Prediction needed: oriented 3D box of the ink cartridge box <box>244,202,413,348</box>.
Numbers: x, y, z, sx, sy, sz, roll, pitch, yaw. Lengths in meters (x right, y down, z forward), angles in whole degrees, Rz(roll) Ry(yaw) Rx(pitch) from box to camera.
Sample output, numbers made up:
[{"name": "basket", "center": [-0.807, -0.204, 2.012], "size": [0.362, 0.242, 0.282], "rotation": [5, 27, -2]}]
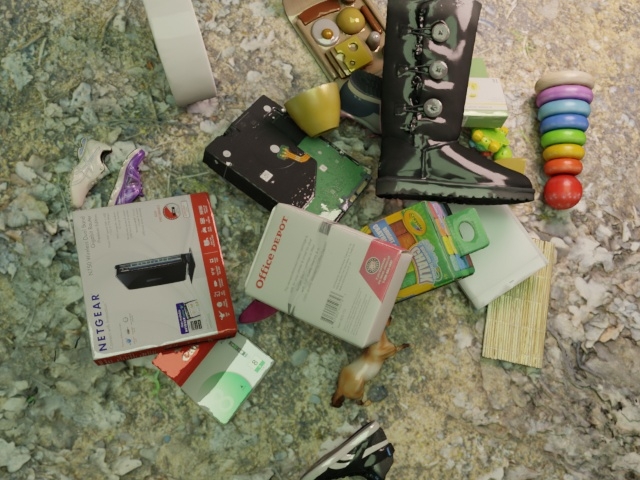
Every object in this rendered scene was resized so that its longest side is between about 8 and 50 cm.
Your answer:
[{"name": "ink cartridge box", "center": [0.015, 0.066, 1.254], "size": [0.283, 0.117, 0.207], "rotation": [23, 95, 21]}]

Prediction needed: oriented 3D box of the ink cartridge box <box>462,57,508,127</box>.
[{"name": "ink cartridge box", "center": [0.355, -0.385, 1.516], "size": [0.171, 0.056, 0.235], "rotation": [0, 63, -7]}]

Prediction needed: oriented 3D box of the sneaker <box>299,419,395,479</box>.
[{"name": "sneaker", "center": [0.071, 0.508, 1.345], "size": [0.217, 0.079, 0.121], "rotation": [-34, 82, -11]}]

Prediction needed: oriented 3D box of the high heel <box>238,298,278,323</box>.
[{"name": "high heel", "center": [-0.102, 0.091, 1.384], "size": [0.244, 0.082, 0.117], "rotation": [-31, 108, 8]}]

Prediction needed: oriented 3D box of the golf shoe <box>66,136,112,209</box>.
[{"name": "golf shoe", "center": [-0.541, -0.155, 1.440], "size": [0.086, 0.069, 0.176], "rotation": [10, 79, -8]}]

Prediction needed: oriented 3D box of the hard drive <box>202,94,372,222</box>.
[{"name": "hard drive", "center": [-0.072, -0.169, 1.440], "size": [0.339, 0.064, 0.237], "rotation": [35, 58, 4]}]

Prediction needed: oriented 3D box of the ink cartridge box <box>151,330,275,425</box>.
[{"name": "ink cartridge box", "center": [-0.243, 0.275, 1.383], "size": [0.225, 0.056, 0.181], "rotation": [38, 79, 2]}]

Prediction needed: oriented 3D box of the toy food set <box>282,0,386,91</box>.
[{"name": "toy food set", "center": [0.074, -0.537, 1.542], "size": [0.220, 0.092, 0.306], "rotation": [-31, 82, -9]}]

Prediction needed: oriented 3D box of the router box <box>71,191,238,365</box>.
[{"name": "router box", "center": [-0.365, 0.079, 1.353], "size": [0.301, 0.082, 0.335], "rotation": [-11, 73, -16]}]

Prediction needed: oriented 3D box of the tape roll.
[{"name": "tape roll", "center": [-0.324, -0.457, 1.401], "size": [0.100, 0.286, 0.286], "rotation": [-17, 81, -6]}]

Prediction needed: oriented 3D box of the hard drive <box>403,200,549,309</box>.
[{"name": "hard drive", "center": [0.371, -0.016, 1.469], "size": [0.203, 0.040, 0.307], "rotation": [-34, 82, 1]}]

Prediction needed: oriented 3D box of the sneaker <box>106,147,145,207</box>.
[{"name": "sneaker", "center": [-0.448, -0.137, 1.452], "size": [0.071, 0.068, 0.169], "rotation": [19, 87, -16]}]

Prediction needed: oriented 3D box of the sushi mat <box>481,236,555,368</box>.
[{"name": "sushi mat", "center": [0.480, 0.139, 1.478], "size": [0.152, 0.019, 0.316], "rotation": [10, 79, -1]}]

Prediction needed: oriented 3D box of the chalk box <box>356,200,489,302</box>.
[{"name": "chalk box", "center": [0.215, 0.024, 1.336], "size": [0.289, 0.179, 0.180], "rotation": [-26, 80, 26]}]

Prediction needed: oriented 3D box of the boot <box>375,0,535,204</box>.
[{"name": "boot", "center": [0.312, -0.310, 1.370], "size": [0.367, 0.146, 0.444], "rotation": [4, 87, -5]}]

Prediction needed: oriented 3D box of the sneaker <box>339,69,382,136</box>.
[{"name": "sneaker", "center": [0.182, -0.296, 1.510], "size": [0.319, 0.131, 0.112], "rotation": [26, 46, -17]}]

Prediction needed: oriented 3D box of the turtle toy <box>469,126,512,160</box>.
[{"name": "turtle toy", "center": [0.424, -0.243, 1.522], "size": [0.130, 0.066, 0.095], "rotation": [36, 53, 3]}]

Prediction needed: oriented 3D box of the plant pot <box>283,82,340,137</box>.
[{"name": "plant pot", "center": [-0.006, -0.297, 1.431], "size": [0.134, 0.134, 0.095], "rotation": [-23, 93, -8]}]

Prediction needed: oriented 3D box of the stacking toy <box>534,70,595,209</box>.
[{"name": "stacking toy", "center": [0.604, -0.240, 1.510], "size": [0.141, 0.141, 0.330], "rotation": [2, 83, -4]}]

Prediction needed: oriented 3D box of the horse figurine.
[{"name": "horse figurine", "center": [0.104, 0.280, 1.343], "size": [0.263, 0.174, 0.066], "rotation": [-50, 55, 5]}]

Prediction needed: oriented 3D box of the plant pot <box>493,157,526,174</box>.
[{"name": "plant pot", "center": [0.455, -0.157, 1.504], "size": [0.083, 0.081, 0.081], "rotation": [9, 78, 13]}]
